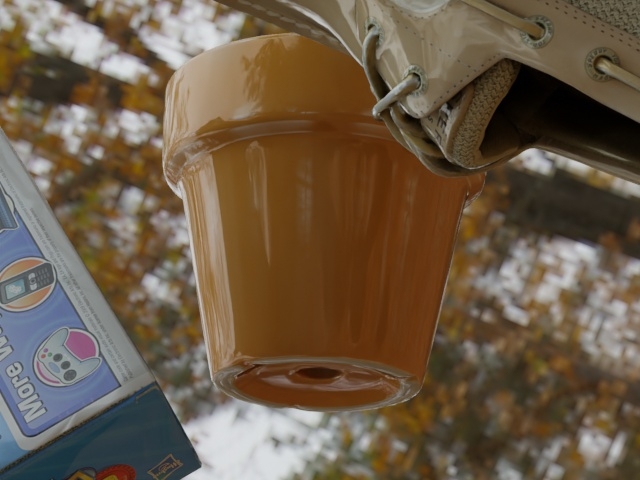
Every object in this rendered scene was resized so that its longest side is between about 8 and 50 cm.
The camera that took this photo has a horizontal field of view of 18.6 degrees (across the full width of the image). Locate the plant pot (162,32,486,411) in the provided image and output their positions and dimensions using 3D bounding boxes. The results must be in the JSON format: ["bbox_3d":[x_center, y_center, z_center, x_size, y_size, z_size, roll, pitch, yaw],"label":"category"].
[{"bbox_3d":[0.000,0.000,1.205,0.205,0.205,0.188,39,-130,-59],"label":"plant pot"}]

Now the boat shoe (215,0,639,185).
[{"bbox_3d":[0.060,-0.079,0.759,0.098,0.302,0.109,-67,-21,-15],"label":"boat shoe"}]

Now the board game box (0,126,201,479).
[{"bbox_3d":[-0.267,0.072,1.043,0.302,0.308,0.086,-30,-38,-7],"label":"board game box"}]
